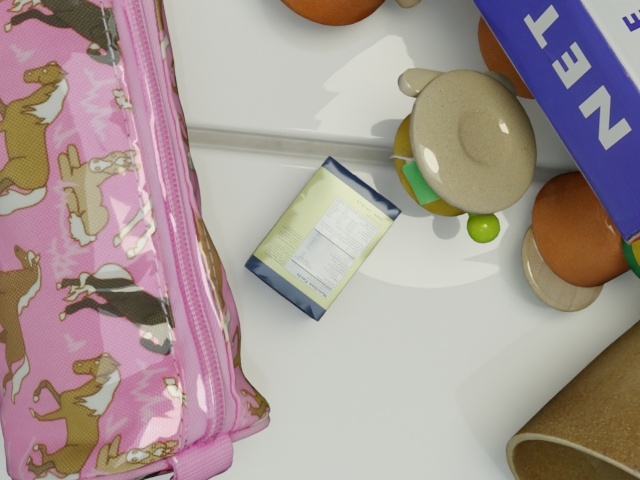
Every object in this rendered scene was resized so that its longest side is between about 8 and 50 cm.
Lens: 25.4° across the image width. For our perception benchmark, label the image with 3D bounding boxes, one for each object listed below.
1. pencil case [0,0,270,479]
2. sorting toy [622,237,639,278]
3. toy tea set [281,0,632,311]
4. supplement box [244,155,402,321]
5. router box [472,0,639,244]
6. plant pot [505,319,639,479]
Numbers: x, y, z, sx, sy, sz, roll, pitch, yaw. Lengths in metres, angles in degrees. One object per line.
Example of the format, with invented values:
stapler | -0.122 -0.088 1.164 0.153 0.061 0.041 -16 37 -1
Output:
pencil case | -0.138 -0.045 0.824 0.160 0.167 0.386 -11 90 -2
sorting toy | 0.229 -0.113 0.864 0.132 0.046 0.274 -2 78 -30
toy tea set | 0.084 -0.108 0.882 0.200 0.124 0.336 -17 86 -32
supplement box | 0.000 0.000 0.871 0.056 0.083 0.083 38 87 -1
router box | 0.212 -0.209 0.807 0.301 0.082 0.335 -28 81 -25
plant pot | 0.277 0.095 0.825 0.237 0.237 0.254 41 74 -1
